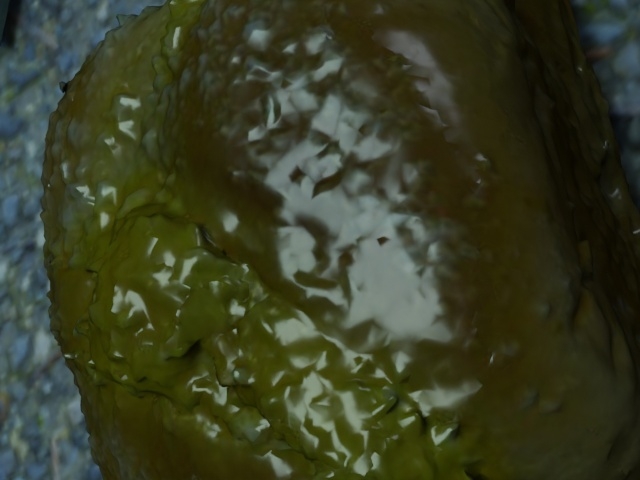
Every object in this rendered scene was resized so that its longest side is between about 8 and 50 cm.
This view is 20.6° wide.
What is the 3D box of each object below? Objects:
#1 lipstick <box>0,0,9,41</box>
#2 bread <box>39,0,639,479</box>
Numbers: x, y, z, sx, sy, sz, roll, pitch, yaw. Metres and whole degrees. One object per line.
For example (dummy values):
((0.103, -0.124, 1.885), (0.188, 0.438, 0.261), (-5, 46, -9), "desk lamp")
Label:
((-0.170, -0.241, 0.835), (0.077, 0.076, 0.290), (5, 81, 38), "lipstick")
((0.000, 0.000, 0.602), (0.195, 0.176, 0.246), (-26, 67, 27), "bread")
